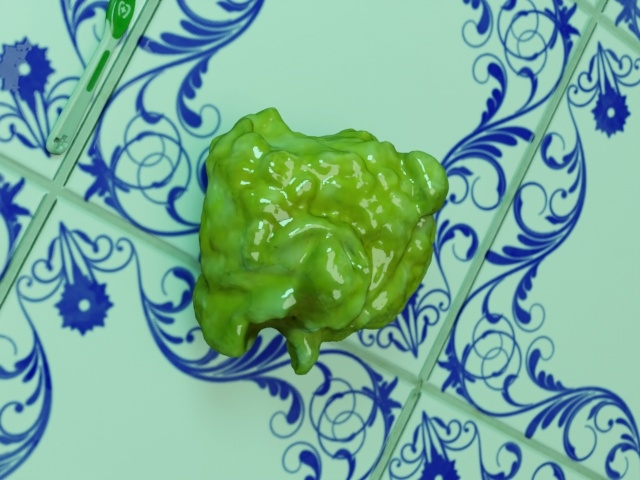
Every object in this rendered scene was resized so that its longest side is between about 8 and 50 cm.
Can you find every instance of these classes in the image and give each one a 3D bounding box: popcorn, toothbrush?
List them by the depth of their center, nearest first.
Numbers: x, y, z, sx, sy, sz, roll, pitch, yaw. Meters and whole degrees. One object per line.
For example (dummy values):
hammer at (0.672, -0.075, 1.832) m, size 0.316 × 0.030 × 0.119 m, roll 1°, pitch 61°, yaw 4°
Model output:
toothbrush at (-0.204, -0.223, 1.338) m, size 0.030 × 0.030 × 0.304 m, roll 27°, pitch 86°, yaw -29°
popcorn at (0.000, 0.000, 1.364) m, size 0.250 × 0.235 × 0.241 m, roll 4°, pitch 120°, yaw -10°
